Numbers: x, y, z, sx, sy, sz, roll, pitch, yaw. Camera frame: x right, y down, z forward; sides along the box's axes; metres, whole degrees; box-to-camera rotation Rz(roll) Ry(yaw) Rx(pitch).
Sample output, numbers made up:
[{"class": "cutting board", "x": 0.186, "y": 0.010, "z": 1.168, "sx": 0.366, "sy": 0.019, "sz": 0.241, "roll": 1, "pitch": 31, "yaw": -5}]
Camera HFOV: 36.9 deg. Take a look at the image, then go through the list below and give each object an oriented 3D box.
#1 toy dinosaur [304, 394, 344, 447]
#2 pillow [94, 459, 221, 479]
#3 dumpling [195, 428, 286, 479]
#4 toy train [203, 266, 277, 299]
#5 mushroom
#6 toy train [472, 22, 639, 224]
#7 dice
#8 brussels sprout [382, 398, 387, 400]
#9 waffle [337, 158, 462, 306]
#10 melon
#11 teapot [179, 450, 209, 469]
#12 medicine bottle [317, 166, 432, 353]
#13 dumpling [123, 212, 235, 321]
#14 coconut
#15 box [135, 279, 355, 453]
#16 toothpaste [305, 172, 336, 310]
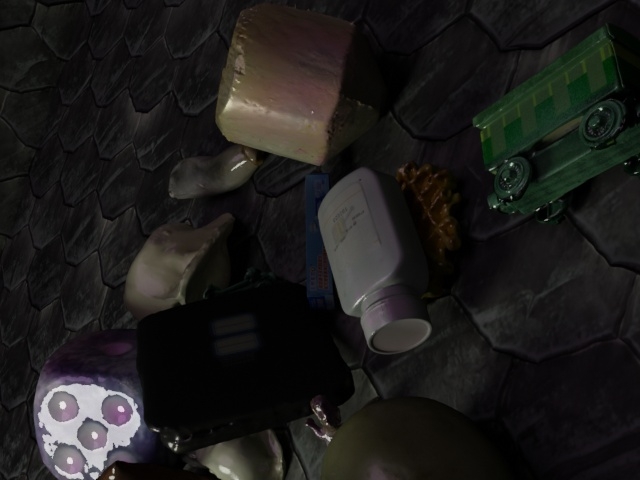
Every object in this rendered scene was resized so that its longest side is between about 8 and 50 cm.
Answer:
[{"class": "toy dinosaur", "x": 0.063, "y": 0.364, "z": 1.568, "sx": 0.251, "sy": 0.072, "sz": 0.200, "roll": 55, "pitch": 158, "yaw": 13}, {"class": "pillow", "x": -0.335, "y": 0.531, "z": 1.852, "sx": 0.305, "sy": 0.307, "sz": 0.108, "roll": -49, "pitch": 36, "yaw": 29}, {"class": "dumpling", "x": -0.146, "y": 0.397, "z": 1.818, "sx": 0.169, "sy": 0.100, "sz": 0.134, "roll": 15, "pitch": 73, "yaw": 43}, {"class": "toy train", "x": -0.163, "y": 0.123, "z": 1.949, "sx": 0.070, "sy": 0.172, "sz": 0.100, "roll": 42, "pitch": 150, "yaw": 53}, {"class": "mushroom", "x": -0.247, "y": -0.158, "z": 2.244, "sx": 0.351, "sy": 0.097, "sz": 0.109, "roll": -12, "pitch": 68, "yaw": 47}, {"class": "toy train", "x": 0.357, "y": -0.155, "z": 1.379, "sx": 0.301, "sy": 0.120, "sz": 0.202, "roll": -35, "pitch": 45, "yaw": 41}, {"class": "dice", "x": -0.412, "y": 0.347, "z": 1.989, "sx": 0.270, "sy": 0.270, "sz": 0.271, "roll": -51, "pitch": -39, "yaw": -70}, {"class": "brussels sprout", "x": 0.102, "y": 0.303, "z": 1.578, "sx": 0.085, "sy": 0.058, "sz": 0.085, "roll": -28, "pitch": 41, "yaw": 28}, {"class": "waffle", "x": 0.138, "y": 0.001, "z": 1.660, "sx": 0.309, "sy": 0.065, "sz": 0.283, "roll": -3, "pitch": 74, "yaw": 50}, {"class": "melon", "x": 0.135, "y": 0.349, "z": 1.337, "sx": 0.308, "sy": 0.271, "sz": 0.272, "roll": -3, "pitch": 72, "yaw": 43}, {"class": "teapot", "x": -0.212, "y": 0.320, "z": 1.915, "sx": 0.183, "sy": 0.183, "sz": 0.251, "roll": 24, "pitch": 105, "yaw": 56}, {"class": "medicine bottle", "x": 0.092, "y": 0.033, "z": 1.567, "sx": 0.161, "sy": 0.111, "sz": 0.296, "roll": -46, "pitch": 43, "yaw": 34}, {"class": "dumpling", "x": -0.299, "y": 0.068, "z": 2.164, "sx": 0.315, "sy": 0.233, "sz": 0.395, "roll": -51, "pitch": 10, "yaw": -27}, {"class": "coconut", "x": -0.026, "y": -0.294, "z": 1.821, "sx": 0.297, "sy": 0.309, "sz": 0.298, "roll": -166, "pitch": 90, "yaw": -86}, {"class": "box", "x": -0.147, "y": 0.218, "z": 1.722, "sx": 0.350, "sy": 0.359, "sz": 0.091, "roll": -118, "pitch": 16, "yaw": -56}, {"class": "toothpaste", "x": 0.000, "y": 0.000, "z": 1.822, "sx": 0.066, "sy": 0.053, "sz": 0.272, "roll": 85, "pitch": -176, "yaw": -58}]
